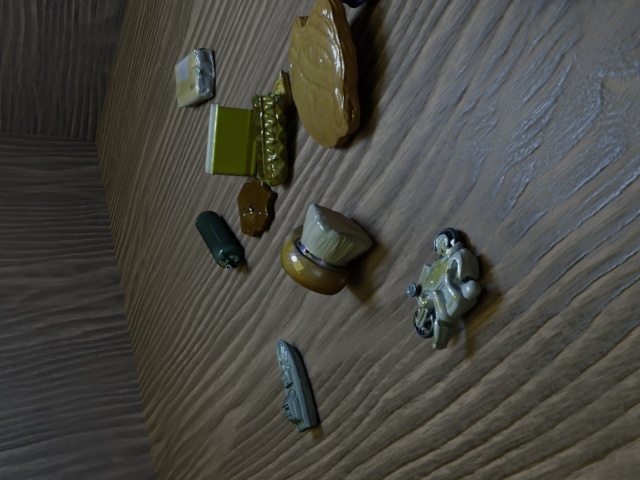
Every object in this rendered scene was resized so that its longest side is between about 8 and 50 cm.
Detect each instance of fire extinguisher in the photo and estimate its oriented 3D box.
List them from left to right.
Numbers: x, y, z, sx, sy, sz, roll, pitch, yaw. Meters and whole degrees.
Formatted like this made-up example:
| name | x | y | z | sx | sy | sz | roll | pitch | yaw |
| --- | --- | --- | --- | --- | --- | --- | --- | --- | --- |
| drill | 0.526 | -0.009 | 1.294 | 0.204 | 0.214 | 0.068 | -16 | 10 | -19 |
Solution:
| name | x | y | z | sx | sy | sz | roll | pitch | yaw |
| --- | --- | --- | --- | --- | --- | --- | --- | --- | --- |
| fire extinguisher | -0.345 | 0.008 | 1.919 | 0.095 | 0.114 | 0.311 | -37 | 47 | -4 |

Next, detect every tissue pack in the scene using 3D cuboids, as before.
| name | x | y | z | sx | sy | sz | roll | pitch | yaw |
| --- | --- | --- | --- | --- | --- | --- | --- | --- | --- |
| tissue pack | -0.482 | -0.617 | 2.128 | 0.222 | 0.090 | 0.186 | 0 | 93 | 57 |

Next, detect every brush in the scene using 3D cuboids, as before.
| name | x | y | z | sx | sy | sz | roll | pitch | yaw |
| --- | --- | --- | --- | --- | --- | --- | --- | --- | --- |
| brush | 0.000 | 0.000 | 1.358 | 0.166 | 0.174 | 0.267 | -62 | 25 | 17 |

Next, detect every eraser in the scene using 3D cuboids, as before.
| name | x | y | z | sx | sy | sz | roll | pitch | yaw |
| --- | --- | --- | --- | --- | --- | --- | --- | --- | --- |
| eraser | -0.276 | -0.311 | 1.759 | 0.069 | 0.157 | 0.226 | 23 | 109 | 52 |

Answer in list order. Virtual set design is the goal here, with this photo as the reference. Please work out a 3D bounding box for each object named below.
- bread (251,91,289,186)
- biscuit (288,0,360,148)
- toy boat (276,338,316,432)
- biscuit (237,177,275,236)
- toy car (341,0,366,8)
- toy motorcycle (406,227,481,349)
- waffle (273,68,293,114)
| name | x | y | z | sx | sy | sz | roll | pitch | yaw |
| --- | --- | --- | --- | --- | --- | --- | --- | --- | --- |
| bread | -0.142 | -0.288 | 1.594 | 0.087 | 0.098 | 0.270 | -70 | -21 | -73 |
| biscuit | -0.002 | -0.405 | 1.362 | 0.312 | 0.057 | 0.352 | 34 | 133 | 56 |
| toy boat | -0.080 | 0.397 | 1.540 | 0.078 | 0.085 | 0.261 | -48 | 52 | 47 |
| biscuit | -0.198 | -0.110 | 1.757 | 0.215 | 0.034 | 0.182 | -26 | 70 | 52 |
| toy car | 0.054 | -0.657 | 1.249 | 0.172 | 0.157 | 0.235 | -34 | 65 | 51 |
| toy motorcycle | 0.243 | 0.094 | 1.056 | 0.151 | 0.074 | 0.229 | 27 | 104 | 59 |
| waffle | -0.147 | -0.409 | 1.672 | 0.191 | 0.032 | 0.125 | -30 | 68 | 51 |
